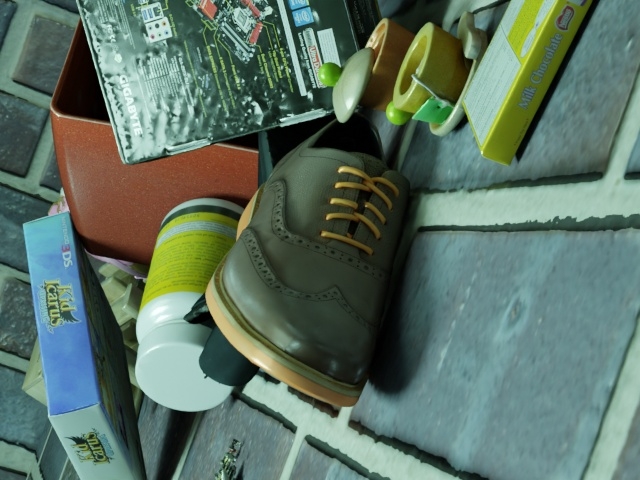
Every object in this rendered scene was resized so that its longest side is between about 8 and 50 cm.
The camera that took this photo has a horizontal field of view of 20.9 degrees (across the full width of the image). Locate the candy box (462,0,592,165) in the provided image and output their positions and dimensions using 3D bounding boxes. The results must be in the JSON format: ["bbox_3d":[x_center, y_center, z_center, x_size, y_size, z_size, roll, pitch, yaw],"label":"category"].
[{"bbox_3d":[0.150,-0.157,1.121,0.105,0.027,0.206,-91,24,-67],"label":"candy box"}]

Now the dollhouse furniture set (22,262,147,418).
[{"bbox_3d":[-0.247,0.151,2.275,0.242,0.161,0.212,-33,32,34],"label":"dollhouse furniture set"}]

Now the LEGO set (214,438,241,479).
[{"bbox_3d":[-0.084,0.215,1.592,0.054,0.023,0.083,-57,4,41],"label":"LEGO set"}]

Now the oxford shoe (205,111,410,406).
[{"bbox_3d":[0.000,0.000,1.310,0.133,0.130,0.364,-58,15,20],"label":"oxford shoe"}]

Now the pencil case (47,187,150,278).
[{"bbox_3d":[-0.178,-0.144,2.155,0.160,0.167,0.386,28,88,36],"label":"pencil case"}]

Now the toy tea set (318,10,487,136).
[{"bbox_3d":[0.079,-0.203,1.285,0.200,0.124,0.336,-84,19,-52],"label":"toy tea set"}]

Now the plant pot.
[{"bbox_3d":[-0.154,-0.112,1.938,0.267,0.267,0.236,-82,4,-47],"label":"plant pot"}]

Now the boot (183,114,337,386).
[{"bbox_3d":[-0.052,-0.007,1.627,0.207,0.094,0.246,128,154,-45],"label":"boot"}]

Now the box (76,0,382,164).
[{"bbox_3d":[-0.093,-0.247,1.507,0.079,0.257,0.322,-27,-78,-64],"label":"box"}]

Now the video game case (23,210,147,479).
[{"bbox_3d":[-0.260,0.146,1.939,0.244,0.061,0.269,77,178,-51],"label":"video game case"}]

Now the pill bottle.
[{"bbox_3d":[-0.123,0.065,1.774,0.208,0.119,0.119,-81,16,-47],"label":"pill bottle"}]
